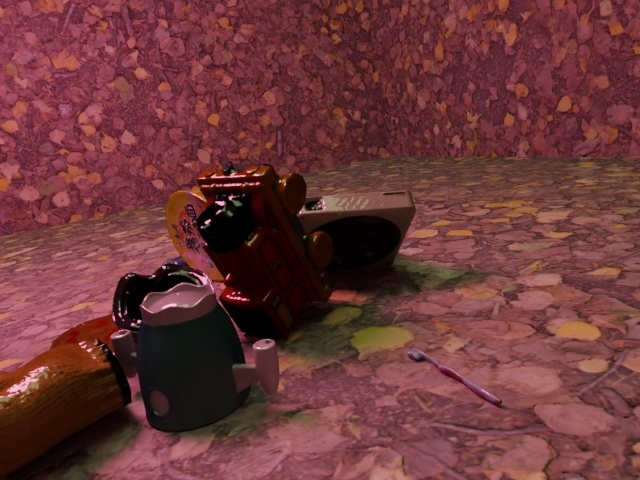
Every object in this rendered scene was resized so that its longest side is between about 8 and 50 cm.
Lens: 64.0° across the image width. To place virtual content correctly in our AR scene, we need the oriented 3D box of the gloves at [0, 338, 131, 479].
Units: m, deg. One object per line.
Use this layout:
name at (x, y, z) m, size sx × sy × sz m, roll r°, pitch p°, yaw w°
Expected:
gloves at (-0.432, 0.228, 0.668) m, size 0.356 × 0.155 × 0.203 m, roll 0°, pitch 12°, yaw -42°

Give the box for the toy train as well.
toy train at (-0.105, 0.028, 0.967) m, size 0.163 × 0.369 × 0.232 m, roll 1°, pitch 44°, yaw 31°

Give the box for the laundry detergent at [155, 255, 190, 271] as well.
laundry detergent at (-0.368, 0.064, 1.468) m, size 0.206 × 0.061 × 0.096 m, roll -15°, pitch 19°, yaw -23°

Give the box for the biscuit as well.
biscuit at (-0.400, 0.191, 1.024) m, size 0.257 × 0.049 × 0.273 m, roll -19°, pitch 19°, yaw -39°

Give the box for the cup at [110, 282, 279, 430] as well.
cup at (-0.196, 0.159, 0.764) m, size 0.299 × 0.173 × 0.167 m, roll -2°, pitch 14°, yaw 25°

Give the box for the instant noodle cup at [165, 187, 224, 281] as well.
instant noodle cup at (-0.257, -0.048, 1.381) m, size 0.264 × 0.264 × 0.200 m, roll 3°, pitch 28°, yaw 38°

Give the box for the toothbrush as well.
toothbrush at (0.187, 0.192, 0.736) m, size 0.019 × 0.013 × 0.193 m, roll -22°, pitch 18°, yaw -22°

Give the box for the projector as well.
projector at (0.064, -0.005, 1.160) m, size 0.257 × 0.079 × 0.259 m, roll -4°, pitch -31°, yaw -8°

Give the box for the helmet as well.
helmet at (-0.280, 0.131, 0.930) m, size 0.177 × 0.107 × 0.153 m, roll -10°, pitch 44°, yaw -17°
